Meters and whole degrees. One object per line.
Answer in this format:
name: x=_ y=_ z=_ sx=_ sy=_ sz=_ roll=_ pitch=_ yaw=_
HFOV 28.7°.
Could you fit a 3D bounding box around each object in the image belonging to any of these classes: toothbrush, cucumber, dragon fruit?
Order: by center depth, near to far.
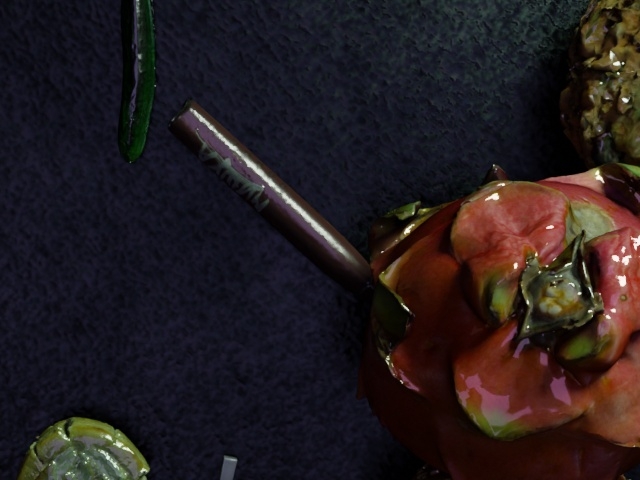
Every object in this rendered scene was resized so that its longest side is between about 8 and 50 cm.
dragon fruit: x=0.179 y=0.047 z=1.034 sx=0.306 sy=0.305 sz=0.225 roll=0 pitch=131 yaw=-4
cucumber: x=-0.171 y=-0.164 z=1.167 sx=0.036 sy=0.033 sz=0.184 roll=1 pitch=92 yaw=-29
toothbrush: x=0.000 y=0.000 z=1.179 sx=0.364 sy=0.041 sz=0.041 roll=42 pitch=89 yaw=-4
toothbrush: x=-0.105 y=0.302 z=1.195 sx=0.014 sy=0.017 sz=0.194 roll=12 pitch=89 yaw=-10

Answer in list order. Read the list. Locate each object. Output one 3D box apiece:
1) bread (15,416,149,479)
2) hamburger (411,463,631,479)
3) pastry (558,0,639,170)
bread: x=-0.227 y=0.243 z=1.161 sx=0.118 sy=0.064 sz=0.156 roll=16 pitch=90 yaw=-3
hamburger: x=0.174 y=0.253 z=1.109 sx=0.237 sy=0.237 sz=0.147 roll=-12 pitch=86 yaw=-3
pastry: x=0.345 y=-0.140 z=1.121 sx=0.275 sy=0.193 sz=0.274 roll=0 pitch=94 yaw=-4
